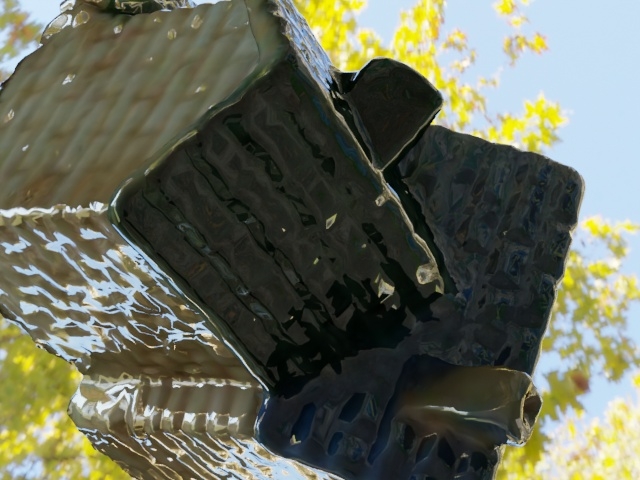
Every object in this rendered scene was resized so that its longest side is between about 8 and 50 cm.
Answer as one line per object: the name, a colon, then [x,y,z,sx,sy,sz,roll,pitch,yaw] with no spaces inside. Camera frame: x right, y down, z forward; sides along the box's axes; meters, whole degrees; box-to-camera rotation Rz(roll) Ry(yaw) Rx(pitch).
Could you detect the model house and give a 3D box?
model house: [0.000,0.000,0.907,0.400,0.395,0.445,0,-39,42]
